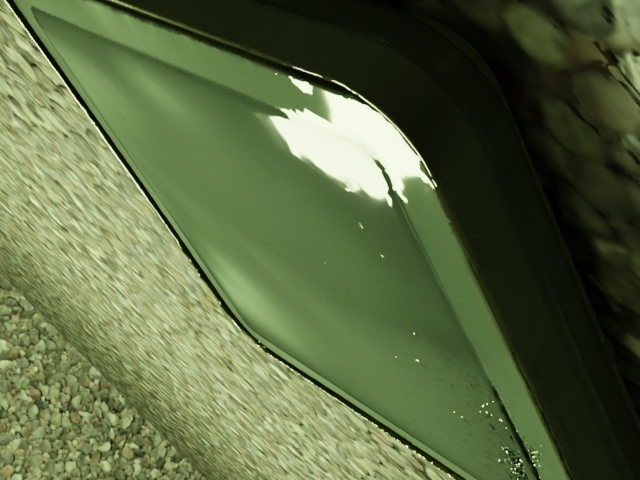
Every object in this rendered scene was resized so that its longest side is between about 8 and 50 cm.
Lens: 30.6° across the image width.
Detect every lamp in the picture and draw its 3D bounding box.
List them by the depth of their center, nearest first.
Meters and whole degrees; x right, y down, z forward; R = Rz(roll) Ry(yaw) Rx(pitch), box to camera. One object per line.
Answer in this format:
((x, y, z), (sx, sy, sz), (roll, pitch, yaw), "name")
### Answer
((0.000, 0.000, 0.468), (0.269, 0.047, 0.266), (28, 158, 45), "lamp")
